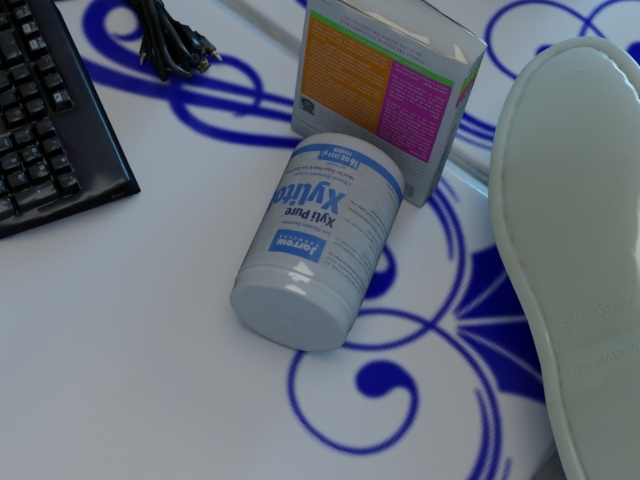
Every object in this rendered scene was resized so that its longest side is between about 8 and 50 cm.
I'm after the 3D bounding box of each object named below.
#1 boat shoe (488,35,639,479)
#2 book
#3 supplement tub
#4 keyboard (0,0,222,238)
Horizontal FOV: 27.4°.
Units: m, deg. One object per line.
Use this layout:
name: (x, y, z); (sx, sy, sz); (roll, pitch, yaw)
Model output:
boat shoe: (0.167, 0.026, 0.727); (0.109, 0.091, 0.305); (-20, 57, 24)
book: (0.034, -0.084, 0.738); (0.096, 0.144, 0.035); (33, 62, 10)
supplement tub: (0.000, 0.000, 0.730); (0.071, 0.071, 0.107); (20, 60, 4)
keyboard: (-0.188, -0.154, 0.814); (0.202, 0.033, 0.317); (-20, 67, -18)
